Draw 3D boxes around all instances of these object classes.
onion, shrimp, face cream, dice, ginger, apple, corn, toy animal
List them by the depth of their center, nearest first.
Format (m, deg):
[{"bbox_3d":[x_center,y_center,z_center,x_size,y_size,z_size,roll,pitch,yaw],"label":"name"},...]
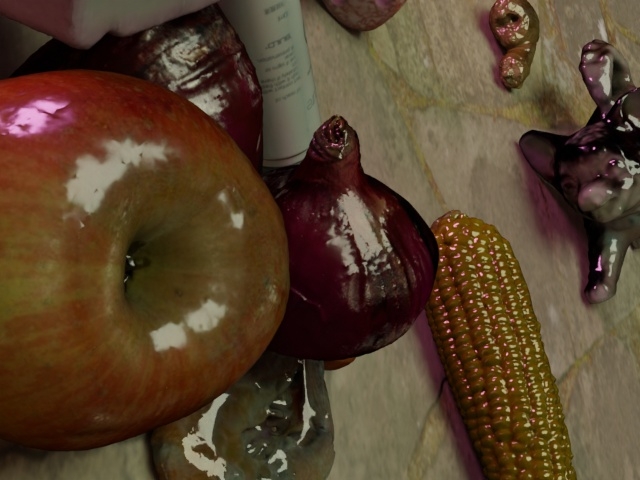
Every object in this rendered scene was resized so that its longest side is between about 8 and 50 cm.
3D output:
[{"bbox_3d":[-0.193,0.012,1.119,0.302,0.301,0.301,31,42,-33],"label":"apple"},{"bbox_3d":[0.000,0.000,1.234,0.195,0.218,0.140,21,42,13],"label":"onion"},{"bbox_3d":[-0.141,-0.110,1.310,0.206,0.207,0.216,53,40,-1],"label":"onion"},{"bbox_3d":[-0.035,0.132,1.328,0.164,0.062,0.317,46,50,-17],"label":"shrimp"},{"bbox_3d":[-0.049,-0.148,1.446,0.092,0.092,0.311,-76,162,-46],"label":"face cream"},{"bbox_3d":[0.193,0.134,1.604,0.120,0.120,0.363,5,61,-49],"label":"corn"},{"bbox_3d":[0.056,-0.319,1.808,0.091,0.094,0.093,38,39,-20],"label":"dice"},{"bbox_3d":[0.401,-0.111,1.997,0.302,0.194,0.344,61,31,-5],"label":"toy animal"},{"bbox_3d":[0.271,-0.291,2.073,0.165,0.067,0.096,-81,150,-44],"label":"ginger"}]

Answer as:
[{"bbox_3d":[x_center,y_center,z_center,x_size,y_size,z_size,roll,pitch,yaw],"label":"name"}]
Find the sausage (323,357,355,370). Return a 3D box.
[{"bbox_3d":[0.003,0.047,1.463,0.089,0.089,0.179,25,51,-38],"label":"sausage"}]

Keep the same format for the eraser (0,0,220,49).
[{"bbox_3d":[-0.250,-0.294,1.217,0.359,0.122,0.272,27,31,21],"label":"eraser"}]
